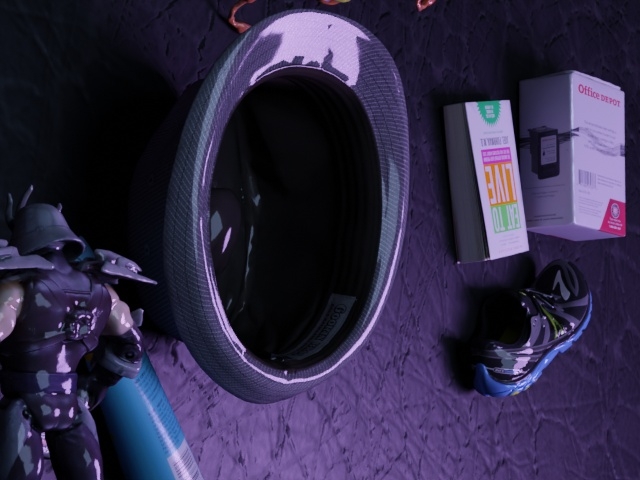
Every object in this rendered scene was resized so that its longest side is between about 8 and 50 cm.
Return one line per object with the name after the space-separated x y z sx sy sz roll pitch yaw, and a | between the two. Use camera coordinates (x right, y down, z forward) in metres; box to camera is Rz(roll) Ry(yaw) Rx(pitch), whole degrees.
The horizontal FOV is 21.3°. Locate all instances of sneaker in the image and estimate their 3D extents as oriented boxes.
0.196 0.070 1.581 0.188 0.067 0.078 -43 125 -43 | sneaker

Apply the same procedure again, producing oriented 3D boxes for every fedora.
-0.052 -0.026 1.218 0.243 0.124 0.275 -4 97 -48 | fedora

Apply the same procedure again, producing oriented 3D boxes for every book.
0.154 -0.056 1.576 0.096 0.035 0.144 -11 93 -56 | book

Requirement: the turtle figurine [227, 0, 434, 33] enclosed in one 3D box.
0.045 -0.263 1.353 0.269 0.217 0.087 -16 60 -42 | turtle figurine

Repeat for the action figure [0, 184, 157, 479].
-0.170 0.107 1.018 0.185 0.099 0.285 3 81 -45 | action figure

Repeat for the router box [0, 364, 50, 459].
-0.213 0.087 1.068 0.122 0.038 0.092 19 71 -50 | router box

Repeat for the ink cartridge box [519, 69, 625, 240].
0.248 -0.081 1.670 0.109 0.063 0.150 11 77 -51 | ink cartridge box

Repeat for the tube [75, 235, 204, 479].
-0.131 0.101 1.162 0.080 0.052 0.207 -106 177 -74 | tube
